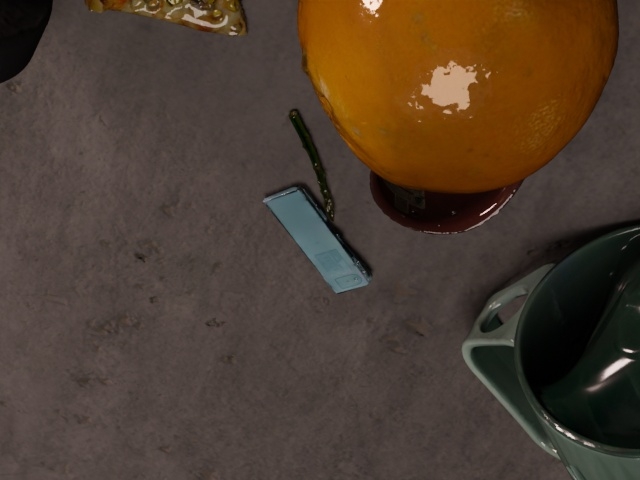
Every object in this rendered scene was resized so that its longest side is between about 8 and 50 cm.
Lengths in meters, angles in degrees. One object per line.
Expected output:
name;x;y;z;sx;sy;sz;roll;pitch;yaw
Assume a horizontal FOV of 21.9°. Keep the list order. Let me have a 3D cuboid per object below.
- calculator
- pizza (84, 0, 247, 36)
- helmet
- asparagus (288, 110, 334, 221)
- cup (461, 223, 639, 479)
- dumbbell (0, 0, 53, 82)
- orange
calculator;0.000;0.000;1.941;0.057;0.018;0.172;-21;129;24
pizza;-0.148;-0.254;1.693;0.184;0.036;0.176;-22;129;27
helmet;0.136;-0.102;1.757;0.155;0.106;0.175;34;125;-27
asparagus;-0.006;-0.084;1.862;0.016;0.016;0.163;-26;132;-4
cup;0.391;0.179;1.923;0.310;0.401;0.392;-33;136;-7
dumbbell;-0.314;-0.313;1.535;0.203;0.204;0.322;22;134;-14
orange;0.126;-0.197;1.530;0.312;0.312;0.312;4;135;4
